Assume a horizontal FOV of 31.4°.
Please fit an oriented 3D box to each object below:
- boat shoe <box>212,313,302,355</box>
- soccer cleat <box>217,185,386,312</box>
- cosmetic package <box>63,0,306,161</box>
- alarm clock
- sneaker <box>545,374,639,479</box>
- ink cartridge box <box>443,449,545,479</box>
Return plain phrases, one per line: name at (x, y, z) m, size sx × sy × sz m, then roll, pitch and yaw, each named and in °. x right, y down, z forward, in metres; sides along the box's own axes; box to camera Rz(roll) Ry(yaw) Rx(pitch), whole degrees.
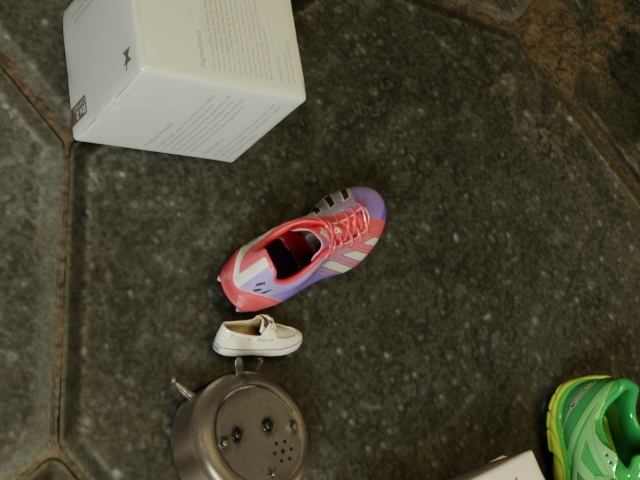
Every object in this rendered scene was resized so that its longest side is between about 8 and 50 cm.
boat shoe at (-0.058, 0.091, 1.126) m, size 0.100 × 0.035 × 0.035 m, roll 1°, pitch 32°, yaw -32°
soccer cleat at (0.000, 0.000, 1.181) m, size 0.248 × 0.095 × 0.083 m, roll -29°, pitch 87°, yaw -41°
cosmetic package at (-0.138, -0.184, 1.131) m, size 0.183 × 0.151 × 0.151 m, roll 6°, pitch 64°, yaw -36°
alarm clock at (-0.064, 0.206, 1.058) m, size 0.129 × 0.064 × 0.192 m, roll -9°, pitch 77°, yaw -39°
sneaker at (0.330, 0.289, 1.262) m, size 0.109 × 0.123 × 0.296 m, roll 10°, pitch 63°, yaw -41°
ink cartridge box at (0.147, 0.340, 1.107) m, size 0.353 × 0.119 × 0.207 m, roll -16°, pitch 78°, yaw -41°
